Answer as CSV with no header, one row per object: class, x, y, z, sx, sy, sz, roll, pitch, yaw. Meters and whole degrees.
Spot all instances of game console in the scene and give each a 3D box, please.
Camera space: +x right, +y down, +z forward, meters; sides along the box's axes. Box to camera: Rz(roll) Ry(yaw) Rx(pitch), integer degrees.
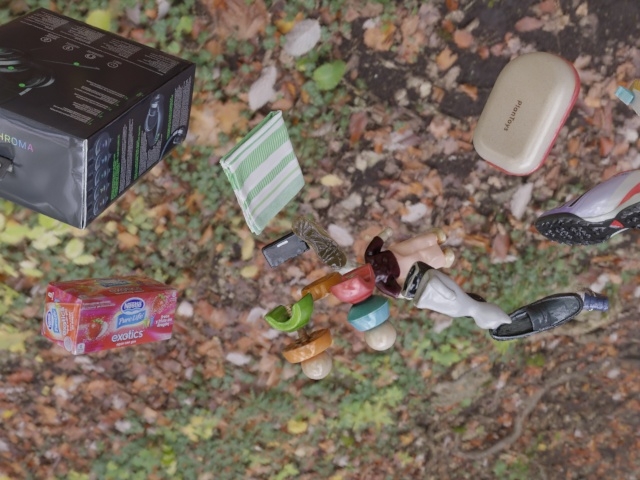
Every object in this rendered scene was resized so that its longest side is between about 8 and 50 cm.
game console,-0.096,0.022,2.069,0.122,0.071,0.107,-28,122,1

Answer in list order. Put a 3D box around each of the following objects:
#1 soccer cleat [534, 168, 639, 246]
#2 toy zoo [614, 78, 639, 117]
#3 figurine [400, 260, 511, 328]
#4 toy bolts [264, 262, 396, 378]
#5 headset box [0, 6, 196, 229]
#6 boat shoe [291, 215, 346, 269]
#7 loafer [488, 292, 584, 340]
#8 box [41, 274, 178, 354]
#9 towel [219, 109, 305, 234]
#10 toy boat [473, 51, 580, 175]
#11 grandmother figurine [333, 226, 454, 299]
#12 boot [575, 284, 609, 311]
soccer cleat,0.568,-0.072,1.464,0.108,0.116,0.318,33,152,-24
toy zoo,0.739,-0.247,1.515,0.293,0.192,0.030,27,122,-1
figurine,0.306,0.132,1.651,0.209,0.092,0.215,22,-177,-7
toy bolts,0.046,0.153,1.441,0.228,0.218,0.159,-25,95,31
headset box,-0.336,-0.163,0.942,0.246,0.283,0.131,21,126,7
boat shoe,0.000,0.000,1.447,0.050,0.045,0.135,-41,103,13
loafer,0.496,0.181,1.705,0.223,0.078,0.076,-23,86,17
box,-0.450,0.153,1.599,0.128,0.256,0.123,18,103,37
towel,-0.157,-0.195,2.148,0.038,0.248,0.325,28,155,31
toy boat,0.404,-0.239,1.407,0.151,0.151,0.231,36,114,33
grandmother figurine,0.196,0.069,2.024,0.342,0.208,0.104,-14,154,-21
boot,0.744,0.167,2.036,0.086,0.069,0.190,10,-173,17
